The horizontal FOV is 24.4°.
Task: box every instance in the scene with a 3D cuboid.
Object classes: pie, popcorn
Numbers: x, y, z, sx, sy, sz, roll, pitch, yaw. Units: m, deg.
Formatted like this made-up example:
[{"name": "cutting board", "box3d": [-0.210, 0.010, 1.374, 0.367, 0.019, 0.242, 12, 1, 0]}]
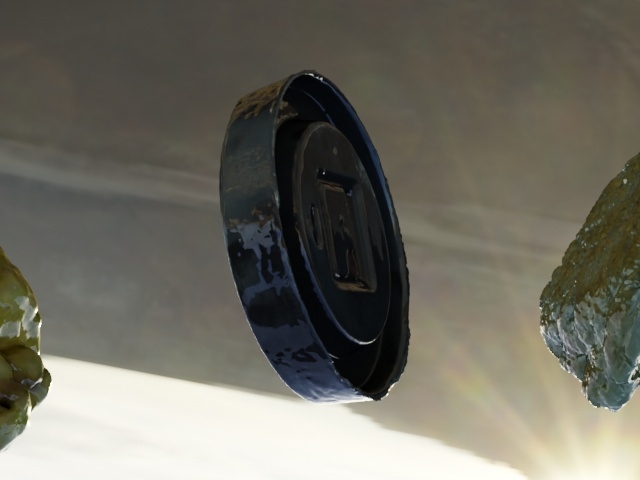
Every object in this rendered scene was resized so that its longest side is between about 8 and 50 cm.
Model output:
[{"name": "pie", "box3d": [0.300, 0.030, 1.479, 0.105, 0.257, 0.274, 15, -167, -3]}, {"name": "popcorn", "box3d": [-0.293, 0.090, 1.030, 0.200, 0.226, 0.203, 32, -176, -1]}]

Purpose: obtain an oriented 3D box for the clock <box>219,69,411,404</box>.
[{"name": "clock", "box3d": [0.000, 0.000, 1.232, 0.055, 0.280, 0.280, -13, 166, 22]}]
